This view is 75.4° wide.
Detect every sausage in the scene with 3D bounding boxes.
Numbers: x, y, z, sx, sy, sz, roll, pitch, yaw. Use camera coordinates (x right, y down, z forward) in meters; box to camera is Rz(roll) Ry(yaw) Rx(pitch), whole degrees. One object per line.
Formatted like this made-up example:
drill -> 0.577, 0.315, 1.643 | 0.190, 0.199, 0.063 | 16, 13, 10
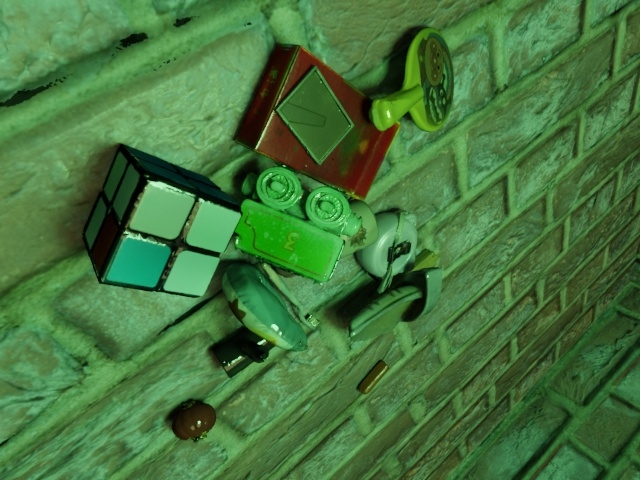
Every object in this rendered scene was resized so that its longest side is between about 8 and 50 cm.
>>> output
sausage -> 0.177, 0.461, 1.388 | 0.131, 0.041, 0.039 | -47, 155, -6

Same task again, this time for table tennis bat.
table tennis bat -> 0.216, -0.332, 0.907 | 0.369, 0.054, 0.224 | -40, 125, -39

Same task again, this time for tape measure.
tape measure -> 0.185, 0.022, 1.107 | 0.178, 0.105, 0.196 | -25, 128, -25

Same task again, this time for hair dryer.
hair dryer -> -0.123, 0.227, 0.904 | 0.196, 0.248, 0.077 | -32, 95, -20

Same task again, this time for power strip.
power strip -> 0.245, 0.128, 1.258 | 0.305, 0.044, 0.064 | -38, 132, -17

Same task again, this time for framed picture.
framed picture -> -0.006, -0.225, 0.764 | 0.109, 0.011, 0.149 | -50, 133, -7

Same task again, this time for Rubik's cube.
Rubik's cube -> -0.262, -0.029, 0.679 | 0.167, 0.183, 0.180 | 20, 103, -41

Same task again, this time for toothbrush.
toothbrush -> -0.066, 0.141, 0.979 | 0.037, 0.028, 0.375 | -48, 147, -12

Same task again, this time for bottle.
bottle -> 0.000, 0.000, 0.940 | 0.253, 0.120, 0.120 | -24, 127, -18

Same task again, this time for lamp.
lamp -> -0.295, 0.422, 0.967 | 0.101, 0.090, 0.101 | -24, 159, -10

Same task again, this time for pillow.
pillow -> -0.111, 0.136, 0.850 | 0.086, 0.233, 0.214 | -48, 125, -2

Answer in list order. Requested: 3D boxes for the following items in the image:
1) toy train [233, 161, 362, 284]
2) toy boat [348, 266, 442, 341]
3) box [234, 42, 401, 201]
toy train -> -0.051, -0.033, 0.813 | 0.243, 0.132, 0.188 | 23, 89, -2
toy boat -> 0.195, 0.190, 1.138 | 0.294, 0.111, 0.276 | -29, 153, -8
box -> 0.008, -0.223, 0.844 | 0.313, 0.089, 0.197 | 19, 98, -42
